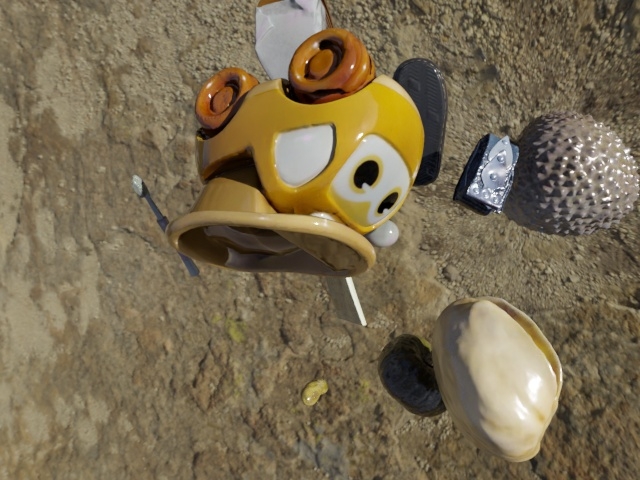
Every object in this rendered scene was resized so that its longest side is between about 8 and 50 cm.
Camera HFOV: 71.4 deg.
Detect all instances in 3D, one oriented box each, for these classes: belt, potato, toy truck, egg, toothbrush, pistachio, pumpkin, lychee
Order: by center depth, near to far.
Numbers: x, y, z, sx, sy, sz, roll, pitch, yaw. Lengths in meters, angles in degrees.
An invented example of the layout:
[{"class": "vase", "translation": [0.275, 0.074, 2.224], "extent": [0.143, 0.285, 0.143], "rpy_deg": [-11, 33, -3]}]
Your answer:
[{"class": "toy truck", "translation": [-0.027, -0.078, 0.516], "extent": [0.288, 0.204, 0.211], "rpy_deg": [-6, 69, 26]}, {"class": "toothbrush", "translation": [-0.228, -0.016, 0.663], "extent": [0.014, 0.017, 0.194], "rpy_deg": [-15, 131, 5]}, {"class": "belt", "translation": [-0.019, -0.317, 0.887], "extent": [0.122, 0.338, 0.217], "rpy_deg": [-7, 49, 14]}, {"class": "pistachio", "translation": [0.350, 0.269, 0.892], "extent": [0.238, 0.229, 0.320], "rpy_deg": [-20, 76, 29]}, {"class": "potato", "translation": [-0.018, 0.357, 1.056], "extent": [0.047, 0.092, 0.045], "rpy_deg": [-9, 100, 35]}, {"class": "pumpkin", "translation": [0.254, 0.330, 1.127], "extent": [0.219, 0.219, 0.162], "rpy_deg": [46, 109, 14]}, {"class": "belt", "translation": [0.449, -0.167, 1.180], "extent": [0.129, 0.122, 0.218], "rpy_deg": [26, 76, -2]}, {"class": "lychee", "translation": [0.741, -0.195, 1.374], "extent": [0.432, 0.380, 0.380], "rpy_deg": [27, 106, 1]}, {"class": "egg", "translation": [0.207, -0.027, 1.560], "extent": [0.135, 0.103, 0.103], "rpy_deg": [5, 97, 21]}]

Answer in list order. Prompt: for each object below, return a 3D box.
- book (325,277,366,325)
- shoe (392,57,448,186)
[{"class": "book", "translation": [0.053, 0.110, 1.597], "extent": [0.032, 0.269, 0.388], "rpy_deg": [-18, 90, -16]}, {"class": "shoe", "translation": [0.305, -0.378, 1.382], "extent": [0.172, 0.237, 0.383], "rpy_deg": [-2, 121, 14]}]
